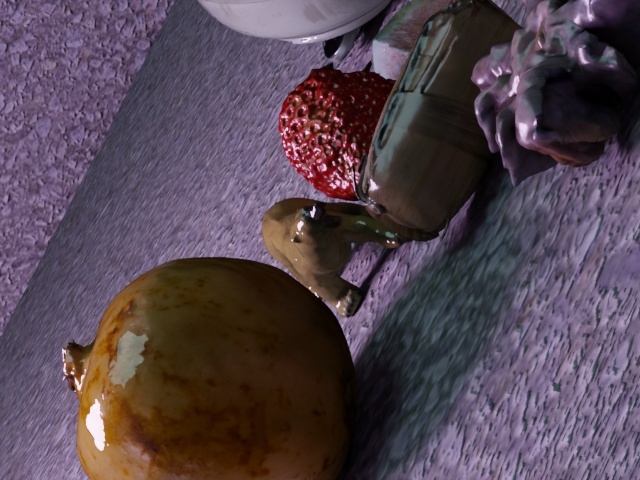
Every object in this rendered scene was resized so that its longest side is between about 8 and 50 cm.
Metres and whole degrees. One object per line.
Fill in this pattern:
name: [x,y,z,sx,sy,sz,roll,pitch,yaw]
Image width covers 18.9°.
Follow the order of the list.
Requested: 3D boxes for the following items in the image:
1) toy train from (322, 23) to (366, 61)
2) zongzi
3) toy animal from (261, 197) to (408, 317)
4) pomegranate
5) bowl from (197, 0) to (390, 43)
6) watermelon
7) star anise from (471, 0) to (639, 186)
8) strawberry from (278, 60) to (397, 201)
toy train: [0.030,-0.264,2.170,0.052,0.051,0.234,-54,23,30]
zongzi: [0.091,-0.091,1.555,0.194,0.099,0.197,-63,4,-8]
toy animal: [0.000,0.000,1.675,0.103,0.101,0.219,-60,14,0]
pomegranate: [-0.087,0.120,1.490,0.248,0.248,0.248,-55,16,24]
bowl: [-0.016,-0.325,2.080,0.307,0.163,0.307,-17,35,12]
watermelon: [0.098,-0.172,1.775,0.094,0.081,0.180,-14,50,37]
star anise: [0.173,-0.129,1.332,0.229,0.093,0.236,-48,18,44]
strawberry: [0.035,-0.085,1.690,0.131,0.131,0.148,-53,48,32]
